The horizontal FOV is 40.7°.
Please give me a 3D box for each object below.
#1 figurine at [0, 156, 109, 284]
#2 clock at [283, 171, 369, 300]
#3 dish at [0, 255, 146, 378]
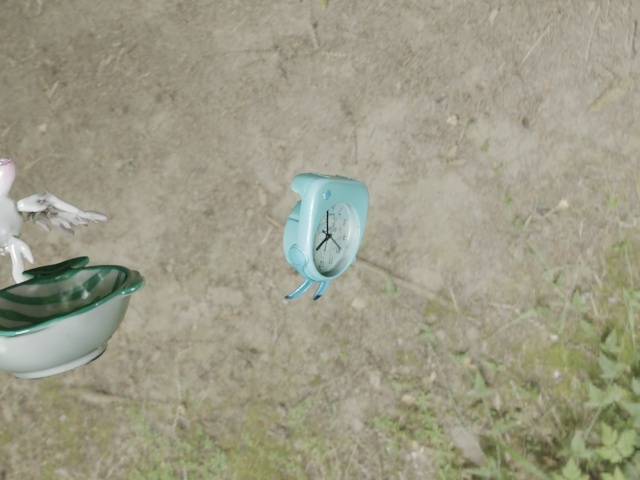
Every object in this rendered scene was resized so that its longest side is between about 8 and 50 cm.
[{"bbox_3d":[-0.483,-0.024,1.249,0.315,0.206,0.284,20,163,16],"label":"figurine"},{"bbox_3d":[0.001,0.000,0.956,0.045,0.108,0.147,18,100,36],"label":"clock"},{"bbox_3d":[-0.293,0.090,0.943,0.224,0.246,0.078,-14,106,-6],"label":"dish"}]
